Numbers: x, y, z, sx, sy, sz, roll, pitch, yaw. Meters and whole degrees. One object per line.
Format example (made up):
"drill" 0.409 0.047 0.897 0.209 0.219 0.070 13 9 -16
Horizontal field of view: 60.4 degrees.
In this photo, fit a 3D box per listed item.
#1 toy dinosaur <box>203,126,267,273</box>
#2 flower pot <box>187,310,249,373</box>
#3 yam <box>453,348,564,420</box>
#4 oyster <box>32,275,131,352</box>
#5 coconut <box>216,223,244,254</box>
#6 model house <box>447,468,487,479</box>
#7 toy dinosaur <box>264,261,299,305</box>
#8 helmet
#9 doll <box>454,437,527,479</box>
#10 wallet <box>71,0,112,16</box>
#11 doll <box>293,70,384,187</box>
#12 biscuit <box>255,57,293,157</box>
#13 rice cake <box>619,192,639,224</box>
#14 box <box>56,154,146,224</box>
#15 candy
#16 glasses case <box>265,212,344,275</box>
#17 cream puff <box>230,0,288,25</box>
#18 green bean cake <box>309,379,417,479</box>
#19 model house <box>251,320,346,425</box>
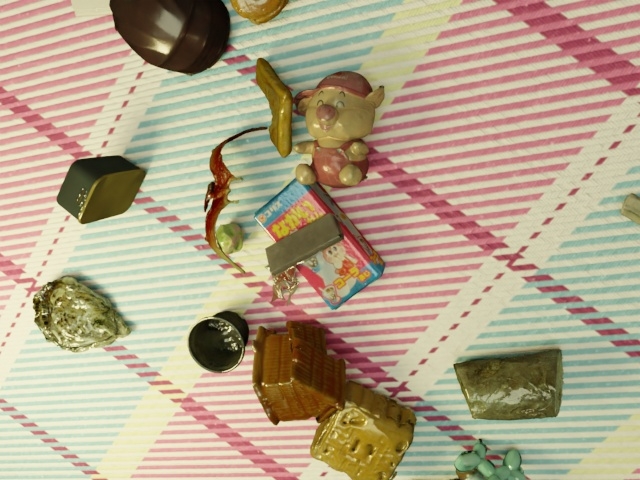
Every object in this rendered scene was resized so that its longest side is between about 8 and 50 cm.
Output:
"toy dinosaur" -0.206 -0.098 1.308 0.206 0.113 0.327 -42 48 48
"flower pot" -0.258 0.258 1.451 0.158 0.107 0.157 2 102 11
"yam" 0.448 0.344 1.283 0.255 0.154 0.153 -9 102 13
"oyster" -0.685 0.220 1.553 0.198 0.112 0.267 -42 83 -1
"coconut" -0.232 -0.003 1.389 0.081 0.082 0.083 40 87 7
"model house" 0.355 0.702 1.408 0.291 0.184 0.253 32 123 34
"toy dinosaur" -0.097 0.098 1.365 0.108 0.032 0.220 46 146 9
"helmet" -0.366 -0.508 1.239 0.305 0.177 0.225 32 111 2
"doll" 0.430 0.561 1.348 0.159 0.159 0.059 40 138 30
"wallet" -0.549 -0.581 1.342 0.122 0.025 0.061 2 111 13
"doll" 0.035 -0.245 1.215 0.196 0.152 0.255 5 95 -2
"biscuit" -0.107 -0.304 1.272 0.039 0.174 0.183 -18 138 -20
"rice cake" 0.750 -0.017 1.158 0.256 0.057 0.052 31 111 4
"box" -0.545 -0.134 1.368 0.090 0.201 0.144 36 111 7
"candy" 0.000 0.000 1.324 0.157 0.100 0.306 -39 94 21
"glasses case" -0.038 0.011 1.251 0.191 0.042 0.072 -28 54 19
"cream puff" -0.130 -0.550 1.207 0.126 0.103 0.144 40 111 -13
"green bean cake" 0.111 0.503 1.411 0.224 0.131 0.229 27 110 4
"model house" -0.043 0.331 1.379 0.229 0.199 0.219 -6 136 15
